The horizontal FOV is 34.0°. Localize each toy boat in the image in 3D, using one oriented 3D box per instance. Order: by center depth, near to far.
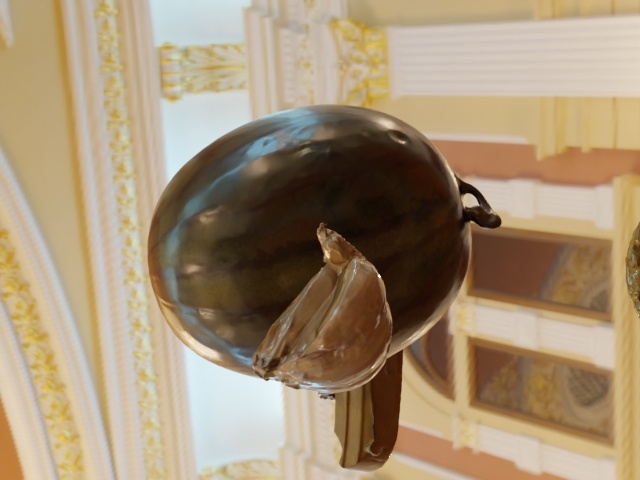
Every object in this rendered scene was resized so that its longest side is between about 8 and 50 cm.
[{"bbox_3d":[0.047,0.146,1.378,0.089,0.115,0.310,15,-108,-49],"label":"toy boat"}]

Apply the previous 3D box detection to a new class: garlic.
[{"bbox_3d":[0.007,0.055,0.638,0.094,0.074,0.113,-58,-8,-19],"label":"garlic"}]

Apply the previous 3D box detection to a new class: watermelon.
[{"bbox_3d":[0.000,0.000,1.084,0.359,0.279,0.279,-19,-65,3],"label":"watermelon"}]

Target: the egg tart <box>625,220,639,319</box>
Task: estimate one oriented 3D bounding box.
[{"bbox_3d":[0.225,0.013,0.537,0.049,0.128,0.129,61,-130,-71],"label":"egg tart"}]
